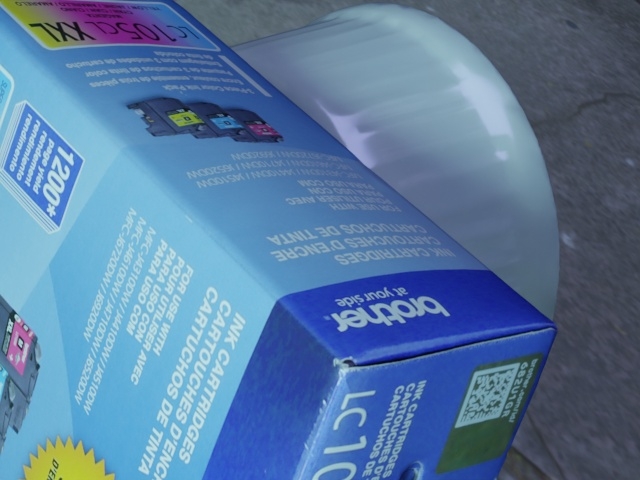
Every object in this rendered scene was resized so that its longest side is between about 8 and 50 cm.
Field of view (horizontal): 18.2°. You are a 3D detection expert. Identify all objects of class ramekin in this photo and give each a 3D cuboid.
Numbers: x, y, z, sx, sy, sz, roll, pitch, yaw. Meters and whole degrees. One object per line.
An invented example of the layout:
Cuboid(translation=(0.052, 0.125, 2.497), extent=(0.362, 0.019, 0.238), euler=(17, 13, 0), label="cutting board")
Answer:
Cuboid(translation=(0.000, 0.000, 1.216), extent=(0.135, 0.277, 0.277), euler=(-14, 43, -39), label="ramekin")

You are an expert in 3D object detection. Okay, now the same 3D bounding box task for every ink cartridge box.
Cuboid(translation=(-0.057, 0.081, 1.004), extent=(0.151, 0.270, 0.395), euler=(-8, 38, -43), label="ink cartridge box")
